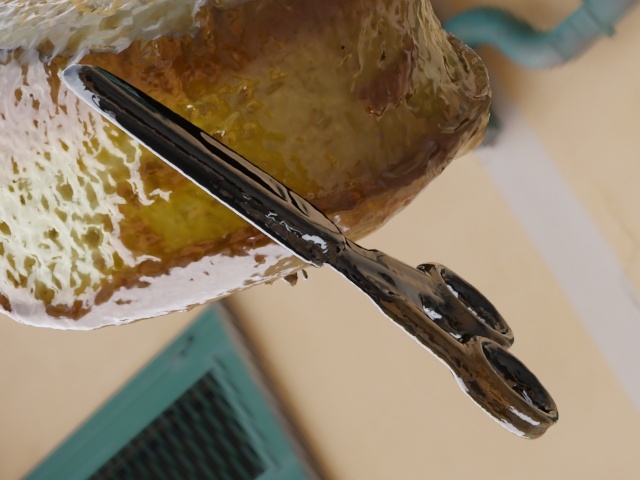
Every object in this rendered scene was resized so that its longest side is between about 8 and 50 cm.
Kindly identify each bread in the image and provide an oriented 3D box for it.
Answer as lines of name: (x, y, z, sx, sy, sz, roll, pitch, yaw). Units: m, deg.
bread: (-0.057, -0.074, 0.794, 0.268, 0.268, 0.145, -67, -36, -54)

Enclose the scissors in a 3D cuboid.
scissors: (0.000, 0.000, 0.576, 0.220, 0.017, 0.088, 34, -161, -35)
